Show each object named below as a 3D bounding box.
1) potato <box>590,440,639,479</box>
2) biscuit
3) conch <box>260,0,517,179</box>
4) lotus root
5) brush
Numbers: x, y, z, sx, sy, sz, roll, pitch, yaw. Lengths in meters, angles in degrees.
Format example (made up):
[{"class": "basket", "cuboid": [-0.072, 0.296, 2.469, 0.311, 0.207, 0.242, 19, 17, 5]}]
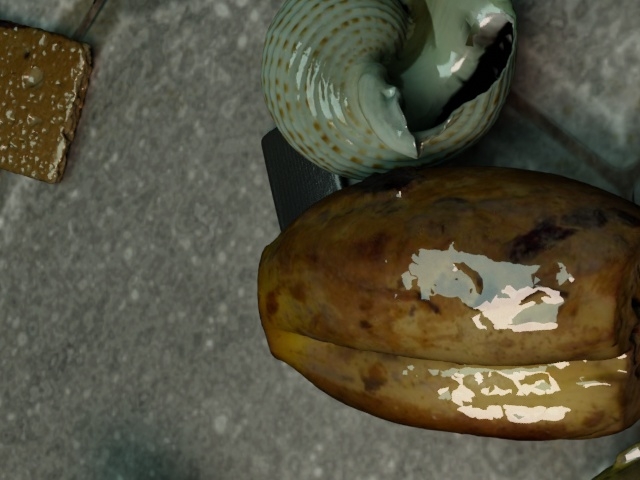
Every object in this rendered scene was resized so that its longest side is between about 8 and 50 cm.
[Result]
[{"class": "potato", "cuboid": [0.248, 0.200, 0.860, 0.228, 0.148, 0.197, 6, 74, 33]}, {"class": "biscuit", "cuboid": [-0.298, -0.134, 1.272, 0.230, 0.025, 0.131, 19, 96, 30]}, {"class": "conch", "cuboid": [0.051, -0.105, 1.004, 0.172, 0.131, 0.200, -19, 53, -7]}, {"class": "lotus root", "cuboid": [0.086, 0.038, 0.945, 0.290, 0.193, 0.193, 4, 88, 30]}, {"class": "brush", "cuboid": [0.000, 0.000, 1.094, 0.062, 0.016, 0.194, -18, 76, 28]}]
